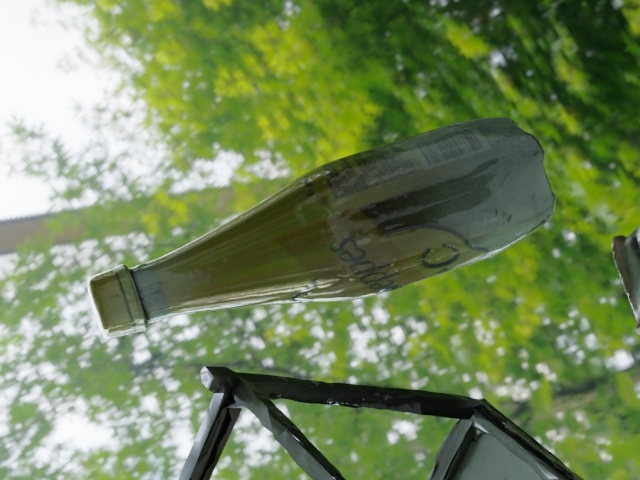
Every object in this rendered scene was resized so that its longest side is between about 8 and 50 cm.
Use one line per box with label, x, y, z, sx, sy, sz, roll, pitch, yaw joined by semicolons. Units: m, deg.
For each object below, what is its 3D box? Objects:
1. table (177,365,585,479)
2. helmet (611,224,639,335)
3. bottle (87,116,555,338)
table;0.018;0.291;0.906;0.272;0.335;0.222;11;-162;-40
helmet;0.219;0.016;0.476;0.130;0.198;0.224;51;179;-12
bottle;0.000;0.000;0.772;0.269;0.083;0.083;-19;-101;-10
